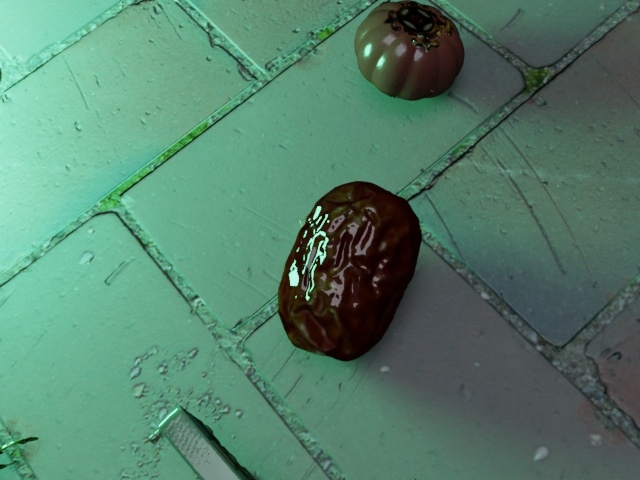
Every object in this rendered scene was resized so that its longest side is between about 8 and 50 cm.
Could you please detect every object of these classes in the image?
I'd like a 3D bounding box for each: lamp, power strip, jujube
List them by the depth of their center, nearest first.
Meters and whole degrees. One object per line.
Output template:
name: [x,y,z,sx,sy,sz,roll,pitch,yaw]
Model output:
power strip: [-0.113,0.312,0.834,0.061,0.145,0.215,-42,68,-12]
jujube: [0.039,0.041,0.922,0.174,0.174,0.251,19,85,14]
lamp: [0.142,-0.303,1.078,0.182,0.140,0.182,5,57,-9]

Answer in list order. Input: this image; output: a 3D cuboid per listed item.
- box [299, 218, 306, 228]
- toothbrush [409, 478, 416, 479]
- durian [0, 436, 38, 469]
box: [0.000,0.000,1.026,0.046,0.012,0.083,-17,66,-2]
toothbrush: [0.106,0.450,0.815,0.030,0.030,0.297,2,66,17]
durian: [-0.581,0.315,0.907,0.375,0.132,0.107,-19,91,4]
